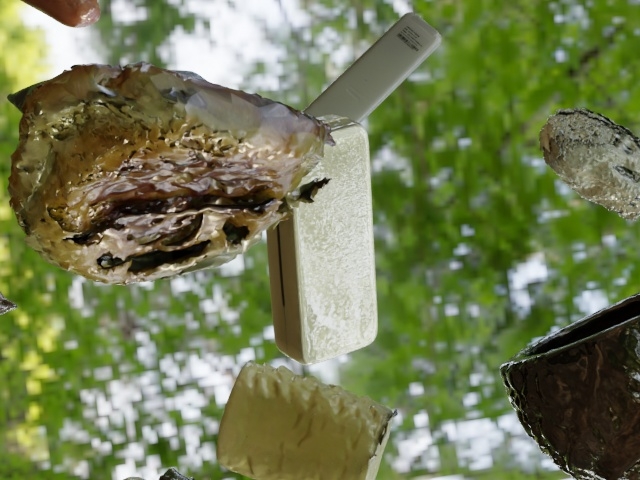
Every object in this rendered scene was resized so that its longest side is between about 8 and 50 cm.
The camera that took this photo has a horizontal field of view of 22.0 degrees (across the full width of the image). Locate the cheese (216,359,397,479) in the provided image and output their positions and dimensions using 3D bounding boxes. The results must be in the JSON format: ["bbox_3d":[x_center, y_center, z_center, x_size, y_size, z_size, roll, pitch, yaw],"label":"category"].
[{"bbox_3d":[-0.016,0.203,1.709,0.094,0.167,0.123,-45,151,-71],"label":"cheese"}]

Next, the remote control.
[{"bbox_3d":[0.065,-0.215,2.248,0.067,0.261,0.029,41,-25,7],"label":"remote control"}]

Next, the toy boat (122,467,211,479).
[{"bbox_3d":[-0.123,0.358,2.104,0.141,0.269,0.141,4,90,-86],"label":"toy boat"}]

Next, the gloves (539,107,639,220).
[{"bbox_3d":[0.319,-0.098,1.867,0.070,0.153,0.114,-49,-167,54],"label":"gloves"}]

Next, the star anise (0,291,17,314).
[{"bbox_3d":[-0.505,0.052,2.241,0.063,0.208,0.172,-25,-137,47],"label":"star anise"}]

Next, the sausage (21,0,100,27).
[{"bbox_3d":[-0.403,-0.370,2.400,0.194,0.077,0.077,30,-45,13],"label":"sausage"}]

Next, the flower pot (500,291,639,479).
[{"bbox_3d":[0.343,0.187,1.582,0.267,0.266,0.266,65,-24,3],"label":"flower pot"}]

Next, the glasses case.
[{"bbox_3d":[0.000,0.000,2.147,0.070,0.131,0.313,24,-55,50],"label":"glasses case"}]

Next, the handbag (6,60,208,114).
[{"bbox_3d":[-0.227,-0.161,1.924,0.211,0.254,0.089,-144,-130,-68],"label":"handbag"}]

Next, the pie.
[{"bbox_3d":[-0.131,-0.047,1.381,0.308,0.308,0.085,120,-41,-55],"label":"pie"}]
